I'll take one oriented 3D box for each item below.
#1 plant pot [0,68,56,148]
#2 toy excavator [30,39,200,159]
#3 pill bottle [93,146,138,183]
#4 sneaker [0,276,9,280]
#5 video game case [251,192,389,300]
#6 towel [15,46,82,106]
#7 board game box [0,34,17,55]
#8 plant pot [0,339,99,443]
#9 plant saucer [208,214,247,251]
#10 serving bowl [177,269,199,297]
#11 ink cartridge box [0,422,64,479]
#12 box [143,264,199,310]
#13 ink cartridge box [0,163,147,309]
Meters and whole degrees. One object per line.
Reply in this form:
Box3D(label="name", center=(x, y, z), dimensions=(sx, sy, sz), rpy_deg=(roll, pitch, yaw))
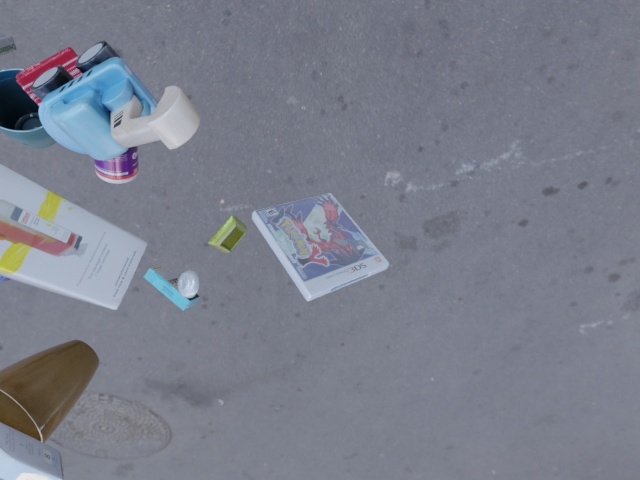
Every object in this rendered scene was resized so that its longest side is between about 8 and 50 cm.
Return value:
Box3D(label="plant pot", center=(-1.209, -0.516, 1.684), dimensions=(0.271, 0.272, 0.255), rpy_deg=(20, 160, -15))
Box3D(label="toy excavator", center=(-0.516, -0.315, 1.034), dimensions=(0.432, 0.446, 0.222), rpy_deg=(-25, 140, 7))
Box3D(label="pill bottle", center=(-0.888, -0.418, 1.750), dimensions=(0.181, 0.182, 0.323), rpy_deg=(13, 134, -9))
Box3D(label="sneaker", center=(-0.718, 0.085, 1.075), dimensions=(0.220, 0.083, 0.087), rpy_deg=(-8, 96, -27))
Box3D(label="video game case", center=(0.000, 0.000, 0.741), dimensions=(0.183, 0.201, 0.023), rpy_deg=(-17, 146, -33))
Box3D(label="towel", center=(-0.828, -0.474, 1.358), dimensions=(0.198, 0.031, 0.275), rpy_deg=(-40, 137, -15))
Box3D(label="board game box", center=(-1.139, -0.602, 1.282), dimensions=(0.192, 0.305, 0.053), rpy_deg=(-6, 124, -8))
Box3D(label="plant pot", center=(-0.788, 0.413, 1.173), dimensions=(0.236, 0.254, 0.238), rpy_deg=(9, 119, 16))
Box3D(label="plant saucer", center=(-0.461, -0.020, 2.080), dimensions=(0.188, 0.045, 0.188), rpy_deg=(-50, 160, -5))
Box3D(label="serving bowl", center=(-0.398, 0.129, 1.204), dimensions=(0.083, 0.084, 0.027), rpy_deg=(-35, 153, 24))
Box3D(label="ink cartridge box", center=(-0.748, 0.462, 0.743), dimensions=(0.308, 0.091, 0.385), rpy_deg=(-36, 135, -14))
Box3D(label="box", center=(-0.685, 0.216, 1.869), dimensions=(0.244, 0.100, 0.060), rpy_deg=(38, 99, 6))
Box3D(label="ink cartridge box", center=(-0.582, -0.019, 0.753), dimensions=(0.278, 0.161, 0.385), rpy_deg=(7, 158, 29))
